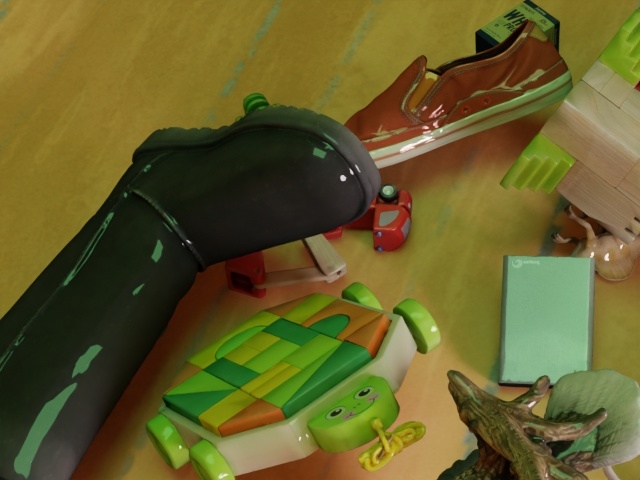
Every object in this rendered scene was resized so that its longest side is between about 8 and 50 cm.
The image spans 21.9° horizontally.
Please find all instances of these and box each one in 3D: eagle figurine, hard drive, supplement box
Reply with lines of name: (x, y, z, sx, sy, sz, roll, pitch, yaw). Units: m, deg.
eagle figurine: (0.149, 0.246, 1.427, 0.225, 0.298, 0.226, 12, 46, 13)
hard drive: (0.231, 0.083, 1.683, 0.094, 0.022, 0.135, 1, 74, 10)
supplement box: (0.230, -0.221, 1.931, 0.083, 0.083, 0.056, -33, 55, -20)

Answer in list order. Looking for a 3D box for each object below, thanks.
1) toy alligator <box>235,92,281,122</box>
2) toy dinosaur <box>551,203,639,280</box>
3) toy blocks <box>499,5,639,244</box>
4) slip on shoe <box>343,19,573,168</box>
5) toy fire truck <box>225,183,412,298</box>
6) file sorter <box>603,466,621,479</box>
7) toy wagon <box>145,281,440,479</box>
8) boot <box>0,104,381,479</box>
toy alligator: (-0.056, -0.115, 1.904, 0.056, 0.051, 0.189, -19, 50, -7)
toy dinosaur: (0.314, -0.001, 1.768, 0.183, 0.053, 0.092, -14, 66, -19)
toy blocks: (0.388, -0.102, 1.747, 0.261, 0.191, 0.381, 38, 43, 5)
slip on shoe: (0.113, -0.154, 1.841, 0.331, 0.101, 0.123, -21, 11, 6)
toy fire truck: (0.000, 0.000, 1.800, 0.192, 0.047, 0.135, 5, 56, 7)
file sorter: (0.371, 0.183, 1.416, 0.173, 0.277, 0.193, -4, 37, -46)
toy wagon: (-0.014, 0.139, 1.572, 0.267, 0.068, 0.344, -34, 18, -18)
boot: (-0.178, 0.072, 1.626, 0.367, 0.146, 0.445, -5, 39, 51)
